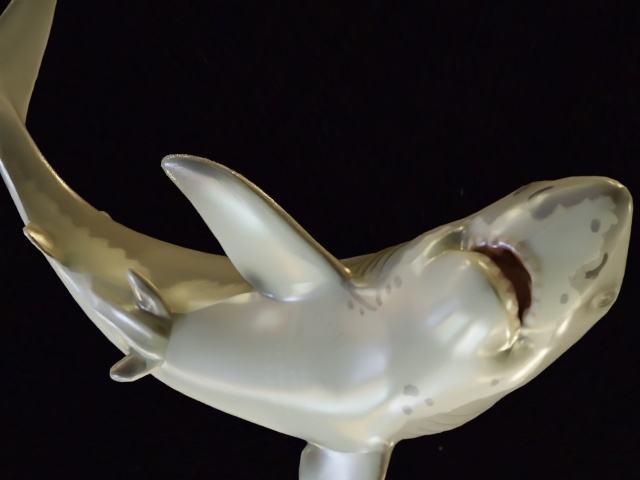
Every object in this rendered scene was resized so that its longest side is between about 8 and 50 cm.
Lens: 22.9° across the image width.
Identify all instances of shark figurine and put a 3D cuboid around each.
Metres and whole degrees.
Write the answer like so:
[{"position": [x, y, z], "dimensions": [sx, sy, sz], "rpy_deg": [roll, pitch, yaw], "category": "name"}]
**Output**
[{"position": [-0.021, 0.007, 0.541], "dimensions": [0.278, 0.116, 0.166], "rpy_deg": [24, -62, 31], "category": "shark figurine"}]
